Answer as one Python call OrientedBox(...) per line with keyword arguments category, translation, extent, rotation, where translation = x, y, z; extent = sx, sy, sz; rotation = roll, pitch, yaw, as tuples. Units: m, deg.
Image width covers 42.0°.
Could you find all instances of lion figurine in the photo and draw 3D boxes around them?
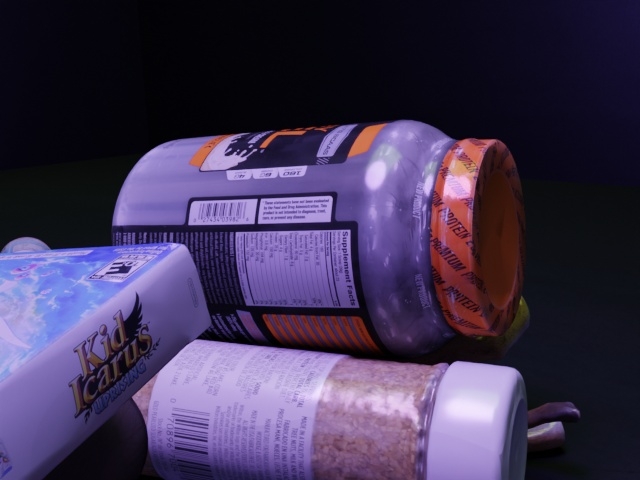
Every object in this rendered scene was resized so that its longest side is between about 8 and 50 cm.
OrientedBox(category="lion figurine", translation=(0.058, 0.099, 0.806), extent=(0.240, 0.142, 0.392), rotation=(-12, 17, -8))

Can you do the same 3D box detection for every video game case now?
OrientedBox(category="video game case", translation=(-0.236, 0.080, 0.445), extent=(0.270, 0.061, 0.244), rotation=(-4, 23, 27))

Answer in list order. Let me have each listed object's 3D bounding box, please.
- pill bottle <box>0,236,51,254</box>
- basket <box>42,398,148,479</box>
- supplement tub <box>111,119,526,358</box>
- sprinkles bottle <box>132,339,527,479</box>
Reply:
OrientedBox(category="pill bottle", translation=(-0.435, 0.051, 1.234), extent=(0.087, 0.087, 0.160), rotation=(-6, 13, -17))
OrientedBox(category="basket", translation=(-0.218, 0.175, 0.473), extent=(0.204, 0.154, 0.227), rotation=(-7, 16, -1))
OrientedBox(category="supplement tub", translation=(0.000, 0.000, 0.708), extent=(0.316, 0.193, 0.193), rotation=(0, 11, 27))
OrientedBox(category="sprinkles bottle", translation=(-0.026, 0.141, 0.645), extent=(0.356, 0.121, 0.121), rotation=(3, 13, 22))
